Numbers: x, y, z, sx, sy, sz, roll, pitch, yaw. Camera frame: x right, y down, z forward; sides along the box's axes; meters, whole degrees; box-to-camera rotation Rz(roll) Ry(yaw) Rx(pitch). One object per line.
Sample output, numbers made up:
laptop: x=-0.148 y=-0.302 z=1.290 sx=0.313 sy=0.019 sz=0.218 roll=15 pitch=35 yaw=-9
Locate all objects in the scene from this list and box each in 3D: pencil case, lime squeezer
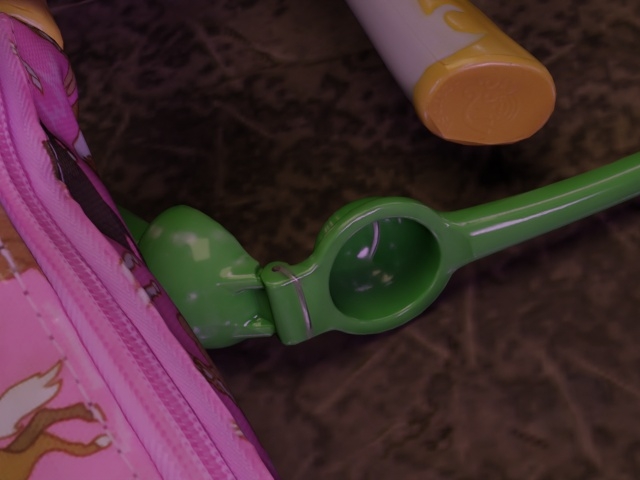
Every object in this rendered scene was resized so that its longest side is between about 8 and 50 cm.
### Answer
pencil case: x=-0.068 y=0.092 z=0.538 sx=0.167 sy=0.160 sz=0.386 roll=-37 pitch=54 yaw=-1
lime squeezer: x=0.000 y=0.000 z=0.735 sx=0.310 sy=0.059 sz=0.110 roll=-2 pitch=21 yaw=18

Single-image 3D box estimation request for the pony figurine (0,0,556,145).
pony figurine: x=-0.085 y=-0.199 z=0.785 sx=0.351 sy=0.303 sz=0.363 roll=4 pitch=39 yaw=-16
